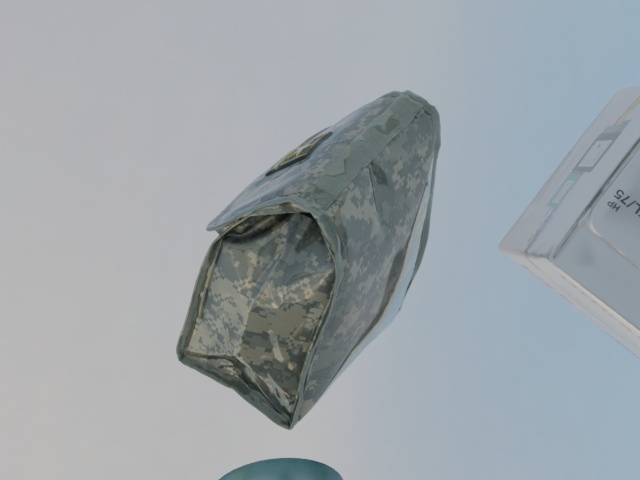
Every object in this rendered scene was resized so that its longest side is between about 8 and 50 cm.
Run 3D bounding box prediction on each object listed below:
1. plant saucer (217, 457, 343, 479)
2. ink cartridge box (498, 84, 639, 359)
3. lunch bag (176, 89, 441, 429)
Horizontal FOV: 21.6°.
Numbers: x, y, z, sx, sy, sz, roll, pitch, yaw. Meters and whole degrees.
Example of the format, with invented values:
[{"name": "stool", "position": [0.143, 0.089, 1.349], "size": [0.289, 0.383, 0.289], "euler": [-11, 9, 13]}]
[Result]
[{"name": "plant saucer", "position": [-0.037, 0.229, 1.467], "size": [0.119, 0.119, 0.021], "euler": [58, -161, -50]}, {"name": "ink cartridge box", "position": [0.306, -0.005, 1.456], "size": [0.197, 0.198, 0.270], "euler": [-52, 4, 0]}, {"name": "lunch bag", "position": [0.000, 0.000, 1.645], "size": [0.235, 0.169, 0.287], "euler": [-44, -20, -45]}]
